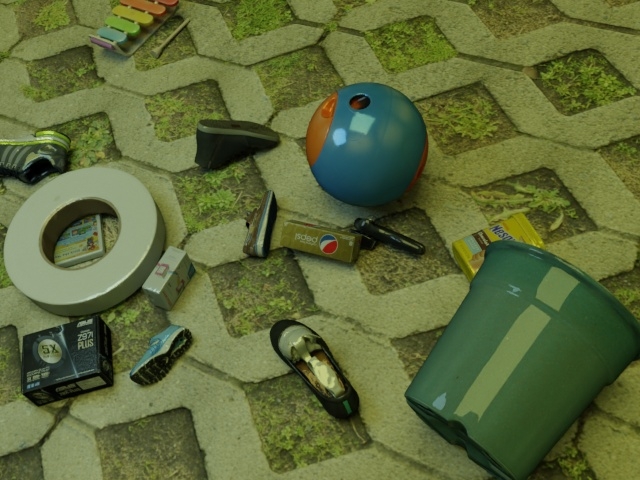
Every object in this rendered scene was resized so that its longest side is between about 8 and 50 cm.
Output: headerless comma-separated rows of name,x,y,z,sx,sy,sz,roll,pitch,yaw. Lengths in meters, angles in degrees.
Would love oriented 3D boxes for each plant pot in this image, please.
plant pot,0.349,0.233,1.301,0.341,0.341,0.334,33,75,28

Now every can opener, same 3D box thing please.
can opener,0.157,-0.008,1.661,0.186,0.073,0.059,18,22,18

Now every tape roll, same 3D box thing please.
tape roll,-0.577,-0.005,1.751,0.391,0.072,0.392,-4,60,7

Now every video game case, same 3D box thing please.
video game case,-0.671,-0.015,1.837,0.226,0.026,0.206,-17,54,-2

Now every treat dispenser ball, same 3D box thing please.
treat dispenser ball,0.108,-0.222,1.668,0.288,0.288,0.288,-5,55,7

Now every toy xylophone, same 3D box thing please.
toy xylophone,-0.556,-0.690,2.246,0.236,0.081,0.323,16,61,20

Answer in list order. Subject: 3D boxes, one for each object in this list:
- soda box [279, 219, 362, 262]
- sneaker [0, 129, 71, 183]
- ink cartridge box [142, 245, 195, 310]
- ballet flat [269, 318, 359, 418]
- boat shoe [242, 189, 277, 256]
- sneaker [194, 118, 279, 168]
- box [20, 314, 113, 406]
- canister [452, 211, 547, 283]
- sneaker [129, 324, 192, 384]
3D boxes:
soda box,0.000,0.000,1.661,0.181,0.058,0.061,13,100,20
sneaker,-0.835,-0.213,1.958,0.299,0.111,0.121,-14,58,4
ink cartridge box,-0.351,0.089,1.663,0.052,0.089,0.122,21,62,20
ballet flat,-0.016,0.245,1.485,0.095,0.096,0.280,-37,57,-14
boat shoe,-0.150,-0.046,1.732,0.066,0.066,0.183,1,56,13
sneaker,-0.224,-0.250,1.890,0.221,0.118,0.083,4,31,-20
box,-0.562,0.266,1.588,0.180,0.078,0.147,-15,54,1
canister,0.391,0.024,1.575,0.169,0.073,0.126,-23,54,-3
sneaker,-0.359,0.251,1.583,0.073,0.063,0.162,21,56,43
